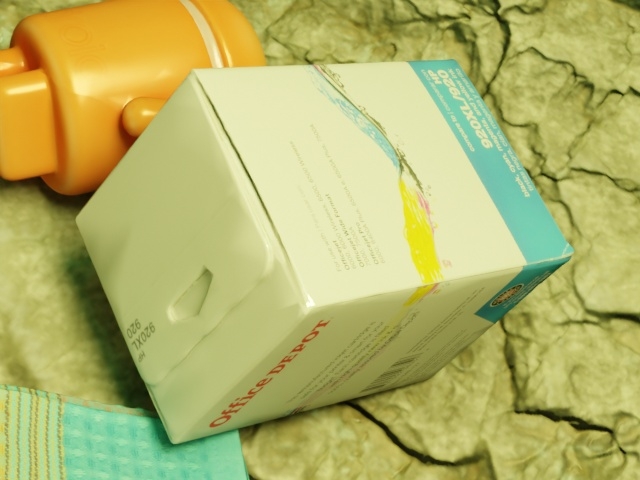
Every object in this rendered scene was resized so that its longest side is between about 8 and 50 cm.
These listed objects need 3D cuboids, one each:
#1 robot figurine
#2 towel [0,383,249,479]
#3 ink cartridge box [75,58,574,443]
[{"bbox_3d":[-0.129,-0.104,0.961,0.219,0.158,0.128,-17,85,-28],"label":"robot figurine"},{"bbox_3d":[-0.179,0.171,0.735,0.370,0.040,0.271,14,34,-29],"label":"towel"},{"bbox_3d":[0.000,0.000,0.890,0.232,0.171,0.168,-9,63,-42],"label":"ink cartridge box"}]
